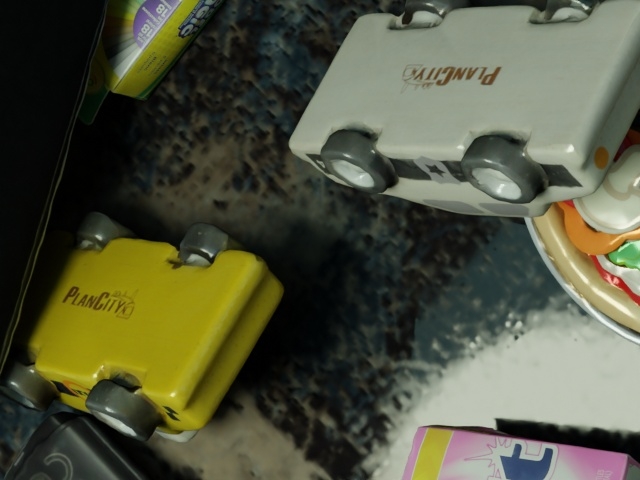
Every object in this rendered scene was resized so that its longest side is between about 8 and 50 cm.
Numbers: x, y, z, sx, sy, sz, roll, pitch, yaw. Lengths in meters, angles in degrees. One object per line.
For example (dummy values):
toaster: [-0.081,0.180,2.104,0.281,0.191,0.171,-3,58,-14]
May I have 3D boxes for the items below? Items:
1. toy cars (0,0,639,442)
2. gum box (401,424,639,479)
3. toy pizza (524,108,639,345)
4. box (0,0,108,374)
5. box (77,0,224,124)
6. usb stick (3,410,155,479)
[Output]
toy cars: [0.000,0.000,0.885,0.393,0.087,0.176,-32,36,23]
gum box: [0.079,0.173,0.827,0.107,0.062,0.188,5,69,34]
toy pizza: [0.179,-0.045,0.846,0.201,0.032,0.201,-1,87,24]
box: [-0.432,-0.116,0.839,0.471,0.480,0.297,12,82,31]
box: [-0.091,-0.154,0.970,0.105,0.043,0.179,45,103,19]
usb stick: [-0.053,0.197,0.932,0.278,0.045,0.077,43,113,20]
